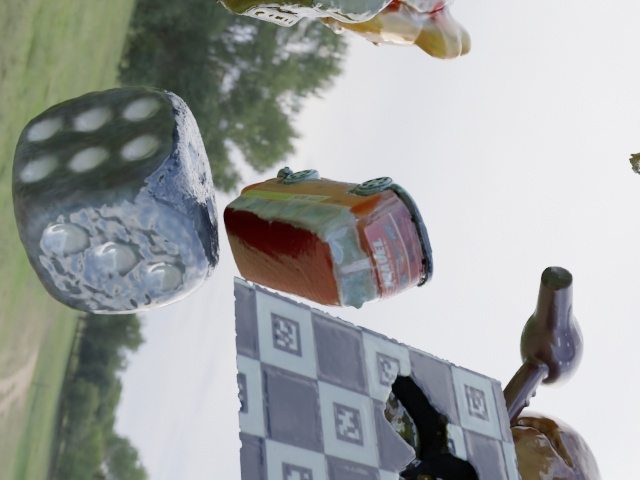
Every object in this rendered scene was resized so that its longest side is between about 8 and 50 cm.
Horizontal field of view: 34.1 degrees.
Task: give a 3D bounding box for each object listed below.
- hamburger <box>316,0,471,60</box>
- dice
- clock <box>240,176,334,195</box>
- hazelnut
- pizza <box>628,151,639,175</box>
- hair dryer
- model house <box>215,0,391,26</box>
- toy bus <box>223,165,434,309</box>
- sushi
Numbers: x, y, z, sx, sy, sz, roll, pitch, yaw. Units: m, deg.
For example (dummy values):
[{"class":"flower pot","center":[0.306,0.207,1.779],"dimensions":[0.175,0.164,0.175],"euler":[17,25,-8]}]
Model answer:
[{"class":"hamburger","center":[0.123,-0.413,1.720],"dimensions":[0.261,0.303,0.186],"euler":[-43,152,-65]},{"class":"dice","center":[-0.208,-0.042,1.092],"dimensions":[0.183,0.182,0.181],"euler":[78,2,-45]},{"class":"clock","center":[-0.034,-0.075,1.770],"dimensions":[0.205,0.205,0.051],"euler":[147,-57,-73]},{"class":"hazelnut","center":[0.386,0.512,2.047],"dimensions":[0.372,0.315,0.372],"euler":[-29,-167,7]},{"class":"pizza","center":[0.659,-0.127,1.727],"dimensions":[0.189,0.297,0.071],"euler":[55,32,-75]},{"class":"hair dryer","center":[0.379,0.247,1.948],"dimensions":[0.340,0.123,0.312],"euler":[-49,148,-25]},{"class":"model house","center":[-0.023,-0.316,1.044],"dimensions":[0.268,0.239,0.173],"euler":[-40,124,-39]},{"class":"toy bus","center":[0.000,0.000,1.085],"dimensions":[0.265,0.120,0.121],"euler":[13,-58,58]},{"class":"sushi","center":[0.049,0.239,0.854],"dimensions":[0.064,0.359,0.343],"euler":[-31,-129,34]}]
